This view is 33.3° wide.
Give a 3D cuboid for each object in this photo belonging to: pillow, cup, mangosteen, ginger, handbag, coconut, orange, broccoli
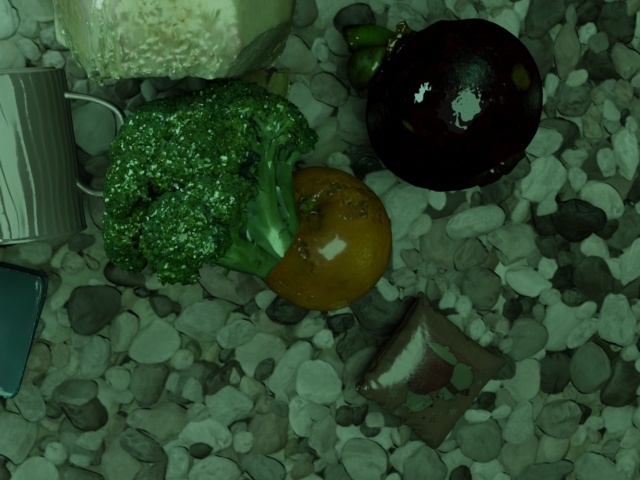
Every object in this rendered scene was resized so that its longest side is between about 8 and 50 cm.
[{"bbox_3d":[0.203,0.245,1.985,0.236,0.084,0.223,40,88,-21],"label":"pillow"},{"bbox_3d":[-0.460,-0.131,1.662,0.288,0.208,0.273,1,100,23],"label":"cup"},{"bbox_3d":[0.203,-0.254,1.794,0.306,0.306,0.359,-32,82,-7],"label":"mangosteen"},{"bbox_3d":[-0.125,-0.202,1.820,0.123,0.115,0.193,8,101,2],"label":"ginger"},{"bbox_3d":[-0.549,0.144,1.791,0.144,0.057,0.221,15,96,-12],"label":"handbag"},{"bbox_3d":[-0.213,-0.421,1.602,0.405,0.404,0.404,-3,101,-14],"label":"coconut"},{"bbox_3d":[0.000,0.000,1.803,0.246,0.246,0.246,-3,101,-14],"label":"orange"},{"bbox_3d":[-0.168,-0.089,1.624,0.310,0.413,0.320,11,92,-9],"label":"broccoli"}]
